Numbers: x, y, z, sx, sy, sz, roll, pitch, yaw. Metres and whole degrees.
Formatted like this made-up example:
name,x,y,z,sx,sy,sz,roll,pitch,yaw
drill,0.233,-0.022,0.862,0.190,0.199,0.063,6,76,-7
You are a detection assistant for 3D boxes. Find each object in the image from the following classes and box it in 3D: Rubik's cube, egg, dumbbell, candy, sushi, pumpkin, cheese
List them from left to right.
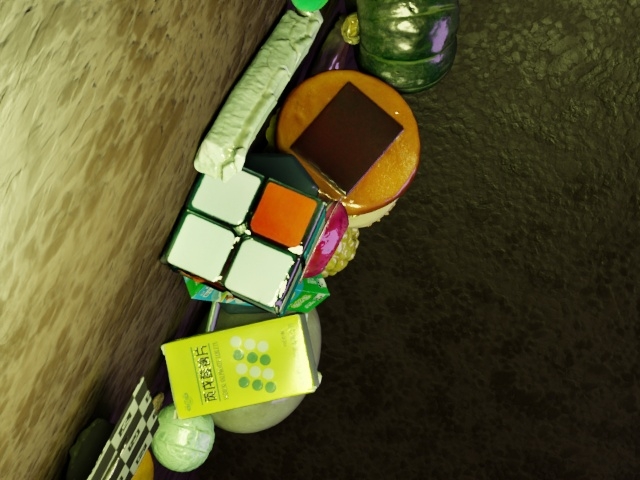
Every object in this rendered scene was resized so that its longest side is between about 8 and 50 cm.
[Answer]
name,x,y,z,sx,sy,sz,roll,pitch,yaw
sushi,-0.333,0.361,1.560,0.359,0.064,0.343,-63,175,-18
candy,-0.216,0.210,2.170,0.119,0.119,0.439,95,8,-82
Rubik's cube,-0.103,-0.003,1.634,0.183,0.180,0.167,72,42,-83
egg,-0.129,0.224,2.338,0.352,0.258,0.258,-73,-176,-49
dumbbell,-0.105,-0.006,1.974,0.325,0.144,0.160,109,7,-56
cheese,0.000,0.000,1.887,0.155,0.062,0.244,-63,177,-1
pumpkin,0.136,-0.411,2.101,0.300,0.207,0.300,172,-90,-89

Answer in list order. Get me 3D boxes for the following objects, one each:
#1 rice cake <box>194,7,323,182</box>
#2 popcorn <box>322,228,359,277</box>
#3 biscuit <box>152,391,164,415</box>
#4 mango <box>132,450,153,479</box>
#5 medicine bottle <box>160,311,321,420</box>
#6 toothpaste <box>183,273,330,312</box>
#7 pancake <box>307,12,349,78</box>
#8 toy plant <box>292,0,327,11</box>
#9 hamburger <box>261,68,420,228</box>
name,x,y,z,sx,sy,sz,roll,pitch,yaw
rice cake,-0.077,-0.210,1.576,0.066,0.063,0.336,-56,-173,50
popcorn,-0.044,-0.034,2.377,0.259,0.259,0.212,-63,161,-49
biscuit,-0.319,0.334,2.162,0.120,0.015,0.120,24,90,-86
mango,-0.318,0.384,1.886,0.115,0.090,0.178,-51,159,-50
medicine bottle,-0.133,0.214,1.998,0.141,0.250,0.137,3,74,-87
toothpaste,-0.100,0.071,1.895,0.267,0.050,0.065,11,136,-47
pancake,0.007,-0.324,2.367,0.294,0.049,0.294,23,90,-86
toy plant,0.016,-0.372,1.579,0.143,0.105,0.200,-56,-174,-19
hamburger,0.037,-0.153,2.083,0.291,0.291,0.225,-65,-174,-12
